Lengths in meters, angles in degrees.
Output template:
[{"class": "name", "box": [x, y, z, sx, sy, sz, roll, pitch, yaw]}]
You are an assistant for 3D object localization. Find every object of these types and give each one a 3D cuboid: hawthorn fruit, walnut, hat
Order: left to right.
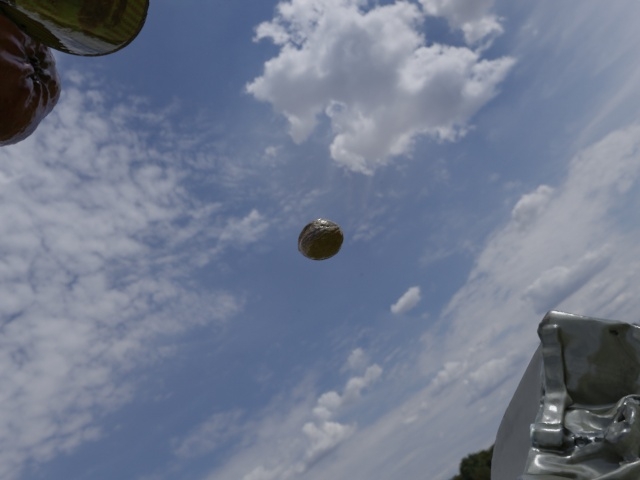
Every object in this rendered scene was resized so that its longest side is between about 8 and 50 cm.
[{"class": "hawthorn fruit", "box": [-0.406, -0.197, 0.617, 0.200, 0.179, 0.179, 6, -39, -3]}, {"class": "hat", "box": [-0.249, -0.224, 0.465, 0.193, 0.193, 0.082, 99, -174, -51]}, {"class": "walnut", "box": [0.000, 0.000, 1.398, 0.124, 0.105, 0.105, -23, -29, 4]}, {"class": "hat", "box": [0.202, 0.183, 0.423, 0.214, 0.149, 0.244, -50, -39, -51]}]
